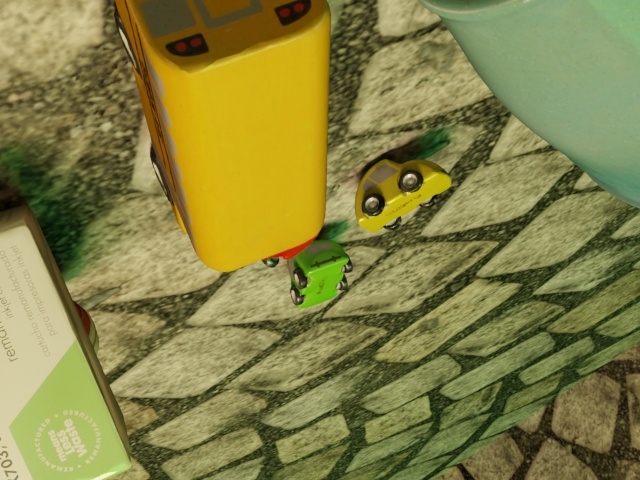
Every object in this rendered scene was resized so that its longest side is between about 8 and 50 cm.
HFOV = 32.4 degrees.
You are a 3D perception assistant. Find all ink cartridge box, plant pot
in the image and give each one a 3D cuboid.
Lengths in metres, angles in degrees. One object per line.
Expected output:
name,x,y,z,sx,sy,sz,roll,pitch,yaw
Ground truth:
ink cartridge box,-0.342,0.135,0.805,0.353,0.207,0.119,-23,-166,-9
plant pot,0.193,-0.177,0.689,0.255,0.272,0.271,19,132,-41

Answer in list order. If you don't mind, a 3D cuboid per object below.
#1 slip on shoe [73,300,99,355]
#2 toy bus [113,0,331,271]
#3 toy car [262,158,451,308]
slip on shoe,-0.355,0.117,0.926,0.331,0.123,0.101,-23,130,-1
toy bus,-0.061,-0.083,0.760,0.108,0.130,0.333,-22,157,-11
toy car,0.000,0.000,1.103,0.239,0.053,0.225,-18,156,-18
